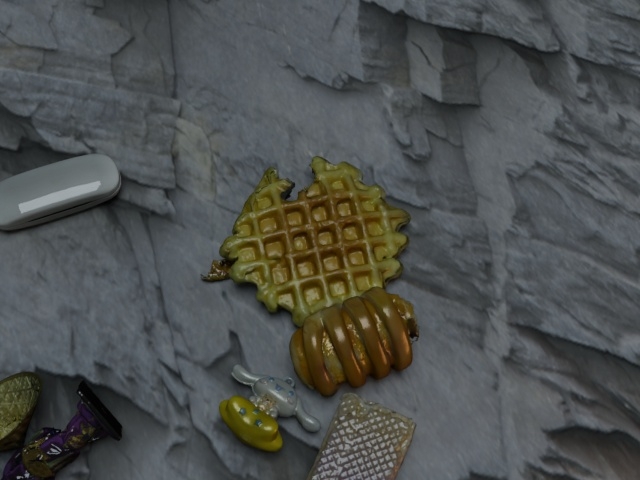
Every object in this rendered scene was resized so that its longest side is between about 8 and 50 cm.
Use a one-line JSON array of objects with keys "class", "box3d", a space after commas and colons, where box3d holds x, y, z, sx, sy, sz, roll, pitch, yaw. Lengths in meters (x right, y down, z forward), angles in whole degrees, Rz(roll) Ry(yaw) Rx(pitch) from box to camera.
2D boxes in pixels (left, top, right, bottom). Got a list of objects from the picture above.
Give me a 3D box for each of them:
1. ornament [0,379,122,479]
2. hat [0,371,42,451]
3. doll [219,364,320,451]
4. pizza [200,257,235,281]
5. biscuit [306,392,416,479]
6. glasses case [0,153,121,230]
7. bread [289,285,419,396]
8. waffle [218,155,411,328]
[{"class": "ornament", "box3d": [-0.340, 0.280, 1.083, 0.081, 0.088, 0.203, 44, 79, -8]}, {"class": "hat", "box3d": [-0.398, 0.242, 1.102, 0.145, 0.067, 0.146, -22, 28, 13]}, {"class": "doll", "box3d": [-0.064, 0.224, 1.137, 0.135, 0.072, 0.113, 17, 44, -2]}, {"class": "pizza", "box3d": [-0.135, 0.036, 1.251, 0.083, 0.016, 0.037, -26, 68, -17]}, {"class": "biscuit", "box3d": [0.030, 0.314, 1.090, 0.108, 0.062, 0.239, 22, 62, 10]}, {"class": "glasses case", "box3d": [-0.391, -0.072, 1.272, 0.197, 0.049, 0.076, -20, 65, -14]}, {"class": "bread", "box3d": [0.047, 0.139, 1.156, 0.177, 0.084, 0.119, -23, 108, -11]}, {"class": "waffle", "box3d": [0.000, -0.001, 1.250, 0.250, 0.056, 0.261, 29, 64, 6]}]
